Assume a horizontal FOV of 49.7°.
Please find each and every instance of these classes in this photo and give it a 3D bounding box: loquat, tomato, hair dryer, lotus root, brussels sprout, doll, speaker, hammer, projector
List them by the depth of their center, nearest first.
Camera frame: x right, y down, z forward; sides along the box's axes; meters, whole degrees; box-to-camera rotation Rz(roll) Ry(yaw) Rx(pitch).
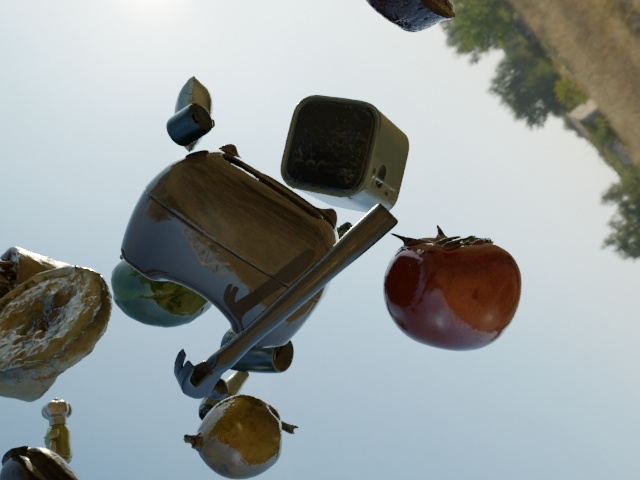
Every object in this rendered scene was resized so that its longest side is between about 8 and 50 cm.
[{"bbox_3d":[-0.054,0.100,1.106,0.044,0.440,0.168,51,-176,28],"label":"hammer"},{"bbox_3d":[-0.490,0.469,1.250,0.241,0.123,0.124,30,-160,31],"label":"lotus root"},{"bbox_3d":[-0.228,-0.207,1.260,0.094,0.075,0.060,6,-118,-60],"label":"speaker"},{"bbox_3d":[0.246,0.091,1.301,0.255,0.225,0.256,6,-174,-1],"label":"tomato"},{"bbox_3d":[-0.594,0.436,1.560,0.106,0.062,0.162,97,164,-65],"label":"doll"},{"bbox_3d":[-0.217,0.488,1.708,0.246,0.213,0.213,1,-134,-23],"label":"loquat"},{"bbox_3d":[0.069,-0.220,1.811,0.248,0.249,0.249,13,177,25],"label":"projector"},{"bbox_3d":[-0.188,0.435,1.894,0.267,0.092,0.229,12,-158,-4],"label":"hair dryer"},{"bbox_3d":[-0.463,0.111,2.185,0.371,0.314,0.276,-52,-50,-50],"label":"brussels sprout"}]

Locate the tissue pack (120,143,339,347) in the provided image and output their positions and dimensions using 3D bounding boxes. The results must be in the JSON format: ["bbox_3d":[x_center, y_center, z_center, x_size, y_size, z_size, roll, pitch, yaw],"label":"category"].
[{"bbox_3d":[-0.152,-0.001,1.313,0.387,0.277,0.267,32,-168,2],"label":"tissue pack"}]

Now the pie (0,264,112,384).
[{"bbox_3d":[-0.501,0.149,1.246,0.274,0.274,0.055,-103,-8,-48],"label":"pie"}]

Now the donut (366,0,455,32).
[{"bbox_3d":[0.146,-0.514,1.398,0.295,0.112,0.151,41,-144,-19],"label":"donut"}]

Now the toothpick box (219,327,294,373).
[{"bbox_3d":[-0.165,0.294,1.830,0.120,0.184,0.120,-3,-86,-54],"label":"toothpick box"}]

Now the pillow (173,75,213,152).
[{"bbox_3d":[-0.266,-0.256,1.436,0.078,0.144,0.254,8,-174,-12],"label":"pillow"}]

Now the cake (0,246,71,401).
[{"bbox_3d":[-0.707,0.158,1.435,0.321,0.332,0.332,20,-144,-35],"label":"cake"}]

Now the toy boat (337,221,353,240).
[{"bbox_3d":[0.000,0.000,1.810,0.215,0.088,0.102,-34,-100,-36],"label":"toy boat"}]
